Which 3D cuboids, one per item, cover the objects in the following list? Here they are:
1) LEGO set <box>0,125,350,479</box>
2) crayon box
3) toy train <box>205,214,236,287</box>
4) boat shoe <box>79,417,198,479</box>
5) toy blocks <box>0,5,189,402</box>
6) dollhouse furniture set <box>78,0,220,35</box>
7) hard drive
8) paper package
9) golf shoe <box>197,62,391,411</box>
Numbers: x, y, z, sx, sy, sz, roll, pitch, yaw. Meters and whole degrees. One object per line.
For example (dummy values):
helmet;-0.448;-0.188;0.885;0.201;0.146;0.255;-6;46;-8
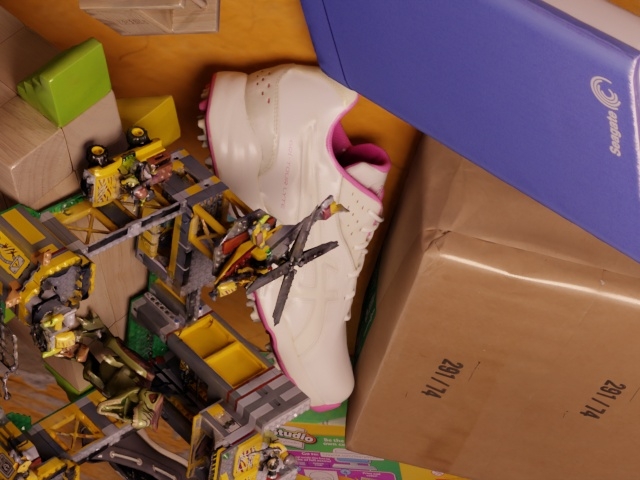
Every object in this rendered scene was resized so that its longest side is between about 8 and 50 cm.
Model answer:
LEGO set;-0.117;0.104;1.301;0.192;0.255;0.331;40;132;28
crayon box;0.035;0.192;1.766;0.278;0.081;0.165;2;143;11
toy train;-0.087;-0.016;1.551;0.166;0.046;0.125;-17;143;32
boat shoe;-0.193;0.255;1.922;0.075;0.065;0.206;-13;138;28
toy blocks;-0.259;-0.061;1.391;0.261;0.191;0.381;37;154;27
dollhouse furniture set;-0.154;-0.221;1.190;0.129;0.129;0.183;0;173;15
hard drive;0.103;-0.125;1.203;0.318;0.040;0.210;34;157;33
paper package;0.197;0.063;1.481;0.309;0.168;0.325;14;145;-2
golf shoe;0.000;0.000;1.430;0.140;0.115;0.306;-13;116;5
